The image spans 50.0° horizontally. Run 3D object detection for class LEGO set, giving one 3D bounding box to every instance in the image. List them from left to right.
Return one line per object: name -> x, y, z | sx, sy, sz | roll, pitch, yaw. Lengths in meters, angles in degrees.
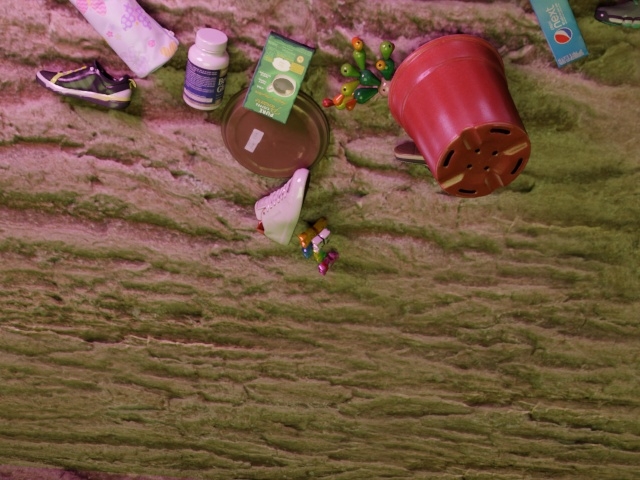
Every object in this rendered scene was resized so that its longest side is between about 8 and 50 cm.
LEGO set -> 0.000, 0.000, 1.892 | 0.087, 0.093, 0.227 | 38, 165, 18

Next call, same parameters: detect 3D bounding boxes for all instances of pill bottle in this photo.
pill bottle -> -0.260, -0.393, 1.574 | 0.094, 0.094, 0.169 | 14, 132, -5

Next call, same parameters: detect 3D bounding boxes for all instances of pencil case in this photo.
pencil case -> -0.438, -0.490, 1.501 | 0.124, 0.113, 0.273 | -32, 121, 18

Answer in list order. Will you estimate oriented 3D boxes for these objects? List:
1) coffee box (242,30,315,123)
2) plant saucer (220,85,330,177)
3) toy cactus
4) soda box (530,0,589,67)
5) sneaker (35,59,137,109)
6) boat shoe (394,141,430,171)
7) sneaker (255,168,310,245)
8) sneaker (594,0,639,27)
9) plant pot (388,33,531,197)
coffee box -> -0.097, -0.373, 1.575 | 0.113, 0.040, 0.184 | 19, 114, -9
plant saucer -> -0.116, -0.260, 1.710 | 0.277, 0.041, 0.278 | 4, 132, 5
toy cactus -> 0.117, -0.366, 1.562 | 0.180, 0.112, 0.219 | 13, 132, -29
soda box -> 0.485, -0.470, 1.422 | 0.067, 0.071, 0.210 | -21, 125, 25
sneaker -> -0.558, -0.389, 1.647 | 0.234, 0.084, 0.097 | 14, 108, -6
boat shoe -> 0.291, -0.196, 1.685 | 0.223, 0.080, 0.073 | 1, 126, 1
sneaker -> -0.109, -0.090, 1.798 | 0.123, 0.106, 0.290 | 20, 141, -4
sneaker -> 0.675, -0.483, 1.398 | 0.223, 0.083, 0.098 | 3, 111, -1
plant pot -> 0.308, -0.251, 1.468 | 0.272, 0.265, 0.272 | -7, 137, -7
